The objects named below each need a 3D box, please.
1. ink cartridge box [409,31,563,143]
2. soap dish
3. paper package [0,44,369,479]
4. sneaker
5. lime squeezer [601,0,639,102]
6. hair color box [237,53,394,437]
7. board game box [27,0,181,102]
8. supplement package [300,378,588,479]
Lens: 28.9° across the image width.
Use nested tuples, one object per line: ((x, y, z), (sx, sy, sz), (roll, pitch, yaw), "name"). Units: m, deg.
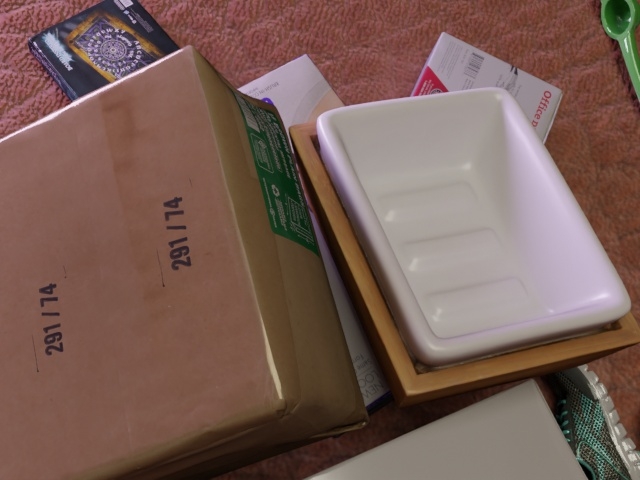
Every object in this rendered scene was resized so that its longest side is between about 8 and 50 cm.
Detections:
((0.175, -0.143, 1.364), (0.150, 0.063, 0.109), (26, 63, -1), "ink cartridge box")
((0.119, 0.005, 1.115), (0.228, 0.118, 0.291), (-11, 57, -21), "soap dish")
((-0.155, 0.051, 1.071), (0.309, 0.168, 0.325), (-23, 69, 17), "paper package")
((0.259, 0.191, 1.236), (0.076, 0.065, 0.167), (-22, 71, -17), "sneaker")
((0.377, -0.279, 1.489), (0.110, 0.058, 0.310), (34, 57, -31), "lime squeezer")
((0.000, 0.000, 1.237), (0.185, 0.110, 0.339), (-31, 78, -24), "hair color box")
((-0.202, -0.172, 1.290), (0.126, 0.026, 0.186), (-31, 65, -21), "board game box")
((0.080, 0.272, 1.091), (0.292, 0.177, 0.175), (-21, 72, -20), "supplement package")
